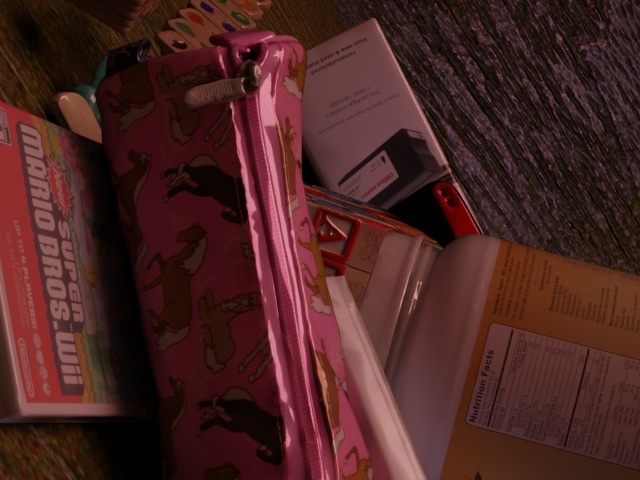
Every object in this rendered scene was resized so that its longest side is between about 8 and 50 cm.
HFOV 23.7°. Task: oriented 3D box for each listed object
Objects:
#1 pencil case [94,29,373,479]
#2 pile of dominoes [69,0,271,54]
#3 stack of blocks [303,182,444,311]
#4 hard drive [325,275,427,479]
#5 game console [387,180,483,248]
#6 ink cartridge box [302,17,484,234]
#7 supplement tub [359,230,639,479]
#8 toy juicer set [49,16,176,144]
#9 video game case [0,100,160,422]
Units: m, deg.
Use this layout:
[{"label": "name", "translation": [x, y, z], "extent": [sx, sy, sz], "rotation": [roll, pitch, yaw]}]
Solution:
[{"label": "pencil case", "translation": [-0.055, 0.049, 1.052], "extent": [0.167, 0.160, 0.386], "rotation": [29, 49, -68]}, {"label": "pile of dominoes", "translation": [-0.140, -0.244, 1.353], "extent": [0.196, 0.040, 0.251], "rotation": [32, 29, -2]}, {"label": "stack of blocks", "translation": [0.000, 0.000, 1.511], "extent": [0.171, 0.087, 0.297], "rotation": [19, 5, -11]}, {"label": "hard drive", "translation": [0.013, 0.210, 1.129], "extent": [0.040, 0.203, 0.307], "rotation": [-3, 58, -33]}, {"label": "game console", "translation": [0.140, 0.127, 1.710], "extent": [0.342, 0.060, 0.386], "rotation": [66, -23, 4]}, {"label": "ink cartridge box", "translation": [0.092, -0.072, 2.077], "extent": [0.395, 0.166, 0.285], "rotation": [64, 1, 3]}, {"label": "supplement tub", "translation": [0.181, 0.123, 1.231], "extent": [0.228, 0.316, 0.228], "rotation": [15, 90, -84]}, {"label": "toy juicer set", "translation": [-0.147, -0.065, 1.318], "extent": [0.329, 0.089, 0.209], "rotation": [-46, 127, -62]}, {"label": "video game case", "translation": [-0.164, 0.022, 1.032], "extent": [0.285, 0.025, 0.204], "rotation": [23, 54, -73]}]
